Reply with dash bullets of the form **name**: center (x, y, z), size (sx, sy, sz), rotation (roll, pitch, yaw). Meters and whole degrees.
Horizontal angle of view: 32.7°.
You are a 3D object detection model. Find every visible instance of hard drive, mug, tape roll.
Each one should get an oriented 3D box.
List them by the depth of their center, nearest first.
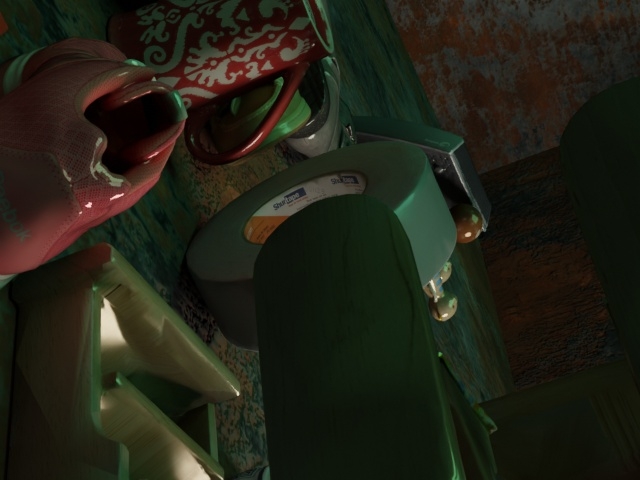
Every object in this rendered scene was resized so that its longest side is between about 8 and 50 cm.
- **tape roll**: center (0.000, 0.000, 0.916), size (0.219, 0.219, 0.072), rotation (-82, 150, -64)
- **mug**: center (-0.075, -0.160, 0.955), size (0.113, 0.169, 0.150), rotation (-85, 152, -62)
- **hard drive**: center (0.121, -0.102, 1.566), size (0.054, 0.255, 0.172), rotation (-51, 132, -24)

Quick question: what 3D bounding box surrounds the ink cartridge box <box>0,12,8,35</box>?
- **ink cartridge box**: center (-0.244, -0.192, 0.568), size (0.275, 0.060, 0.239), rotation (-82, 148, -64)

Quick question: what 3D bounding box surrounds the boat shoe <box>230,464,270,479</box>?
- **boat shoe**: center (0.050, 0.326, 0.782), size (0.136, 0.156, 0.367), rotation (42, 30, -63)

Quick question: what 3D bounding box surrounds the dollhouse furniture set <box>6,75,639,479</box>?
- **dollhouse furniture set**: center (0.047, 0.101, 0.576), size (0.362, 0.394, 0.256), rotation (55, 19, -48)

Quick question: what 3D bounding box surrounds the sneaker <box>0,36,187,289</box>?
- **sneaker**: center (-0.132, -0.059, 0.650), size (0.314, 0.136, 0.116), rotation (-78, 147, -67)

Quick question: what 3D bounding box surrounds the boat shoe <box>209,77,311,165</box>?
- **boat shoe**: center (-0.077, -0.157, 1.125), size (0.089, 0.105, 0.285), rotation (60, 6, -22)

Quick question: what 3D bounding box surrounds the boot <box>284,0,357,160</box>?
- **boot**: center (-0.021, -0.237, 1.464), size (0.222, 0.118, 0.338), rotation (52, 33, -62)

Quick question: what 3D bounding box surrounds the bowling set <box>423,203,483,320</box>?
- **bowling set**: center (0.142, 0.050, 1.499), size (0.287, 0.200, 0.154), rotation (-80, 149, -58)

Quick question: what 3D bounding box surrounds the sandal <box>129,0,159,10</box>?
- **sandal**: center (-0.187, -0.288, 1.000), size (0.067, 0.040, 0.179), rotation (-52, 136, -68)
